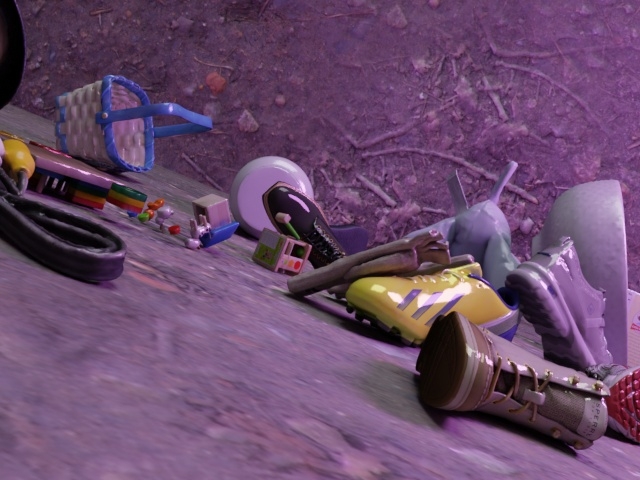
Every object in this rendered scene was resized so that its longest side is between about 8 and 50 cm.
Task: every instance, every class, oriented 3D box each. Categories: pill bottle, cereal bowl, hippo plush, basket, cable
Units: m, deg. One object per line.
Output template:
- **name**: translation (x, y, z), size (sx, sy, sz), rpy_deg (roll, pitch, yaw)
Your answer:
- **pill bottle**: translation (-0.098, -0.085, 1.665), size (0.169, 0.169, 0.301), rpy_deg (22, 2, -2)
- **cereal bowl**: translation (0.420, 0.071, 1.342), size (0.141, 0.339, 0.339), rpy_deg (-2, -4, 16)
- **hippo plush**: translation (0.271, 0.055, 1.507), size (0.234, 0.295, 0.236), rpy_deg (-8, -28, 17)
- **basket**: translation (-0.403, -0.249, 1.780), size (0.288, 0.201, 0.254), rpy_deg (-10, -4, 14)
- **cable**: translation (-0.270, -0.049, 0.686), size (0.139, 0.072, 0.287), rpy_deg (11, 10, -46)

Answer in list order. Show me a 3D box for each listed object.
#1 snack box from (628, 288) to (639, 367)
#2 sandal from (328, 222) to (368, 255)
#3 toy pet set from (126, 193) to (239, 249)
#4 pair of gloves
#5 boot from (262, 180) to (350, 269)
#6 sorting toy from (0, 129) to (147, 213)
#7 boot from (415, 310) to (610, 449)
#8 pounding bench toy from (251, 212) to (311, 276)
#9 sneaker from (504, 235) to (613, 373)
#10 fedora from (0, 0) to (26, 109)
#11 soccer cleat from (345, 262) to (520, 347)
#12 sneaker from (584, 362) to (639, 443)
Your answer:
- **snack box**: translation (0.662, 0.210, 1.698), size (0.321, 0.187, 0.060), rpy_deg (23, 3, 9)
- **sandal**: translation (0.030, 0.002, 1.722), size (0.054, 0.097, 0.254), rpy_deg (23, 3, 30)
- **toy pet set**: translation (-0.179, -0.016, 1.108), size (0.114, 0.065, 0.122), rpy_deg (-24, 29, -34)
- **pair of gloves**: translation (0.085, 0.034, 1.058), size (0.204, 0.042, 0.240), rpy_deg (-15, -12, 20)
- **boot**: translation (0.000, 0.000, 1.245), size (0.198, 0.077, 0.137), rpy_deg (47, -2, -23)
- **sorting toy**: translation (-0.346, -0.087, 1.053), size (0.274, 0.046, 0.132), rpy_deg (25, 4, 43)
- **boot**: translation (0.169, 0.126, 0.701), size (0.165, 0.077, 0.213), rpy_deg (24, 0, 4)
- **pounding bench toy**: translation (-0.049, 0.005, 1.207), size (0.052, 0.083, 0.065), rpy_deg (24, 4, 40)
- **sneaker**: translation (0.365, 0.119, 1.133), size (0.105, 0.115, 0.281), rpy_deg (27, -25, 57)
- **fedora**: translation (-0.538, -0.244, 0.991), size (0.333, 0.334, 0.153), rpy_deg (21, 34, -14)
- **soccer cleat**: translation (0.142, 0.073, 1.005), size (0.289, 0.121, 0.093), rpy_deg (19, 4, -41)
- **sneaker**: translation (0.355, 0.192, 0.989), size (0.092, 0.088, 0.225), rpy_deg (1, -7, 27)
